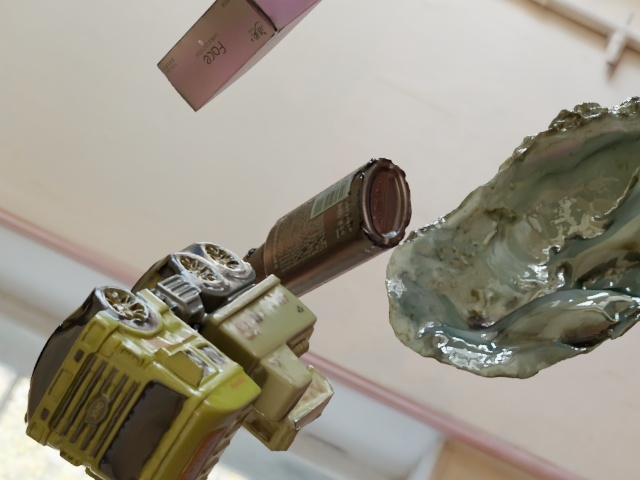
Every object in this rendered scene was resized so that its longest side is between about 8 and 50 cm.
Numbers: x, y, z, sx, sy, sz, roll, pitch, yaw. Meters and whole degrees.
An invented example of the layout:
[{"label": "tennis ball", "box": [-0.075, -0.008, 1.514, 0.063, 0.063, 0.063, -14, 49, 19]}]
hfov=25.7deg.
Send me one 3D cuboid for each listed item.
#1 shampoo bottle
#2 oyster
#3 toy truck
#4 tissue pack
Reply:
[{"label": "shampoo bottle", "box": [0.000, 0.000, 1.866, 0.323, 0.084, 0.129, -32, 50, 53]}, {"label": "oyster", "box": [0.152, -0.008, 0.891, 0.087, 0.199, 0.252, 89, -167, -45]}, {"label": "toy truck", "box": [-0.136, 0.145, 1.533, 0.181, 0.254, 0.405, -61, -11, 17]}, {"label": "tissue pack", "box": [-0.101, -0.291, 1.901, 0.148, 0.092, 0.246, -44, 5, -36]}]
